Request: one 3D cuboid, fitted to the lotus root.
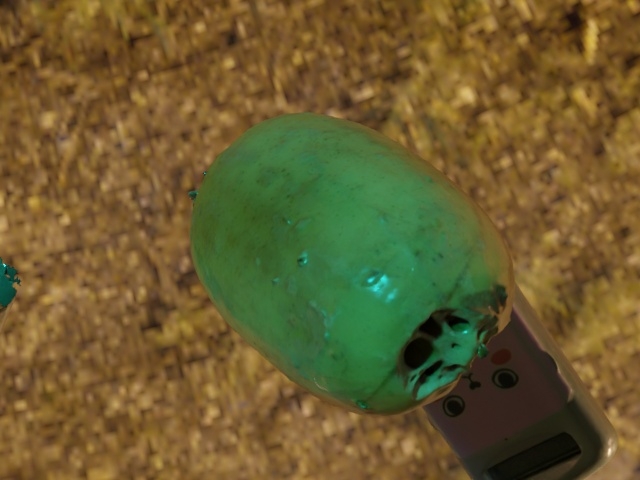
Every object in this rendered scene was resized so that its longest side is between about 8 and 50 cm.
[{"bbox_3d":[0.000,0.000,1.344,0.151,0.343,0.169,38,90,-38],"label":"lotus root"}]

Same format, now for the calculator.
[{"bbox_3d":[0.144,0.119,1.657,0.141,0.045,0.246,-30,96,37],"label":"calculator"}]

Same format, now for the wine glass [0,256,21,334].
[{"bbox_3d":[-0.327,0.111,1.641,0.103,0.103,0.222,16,114,-32],"label":"wine glass"}]
